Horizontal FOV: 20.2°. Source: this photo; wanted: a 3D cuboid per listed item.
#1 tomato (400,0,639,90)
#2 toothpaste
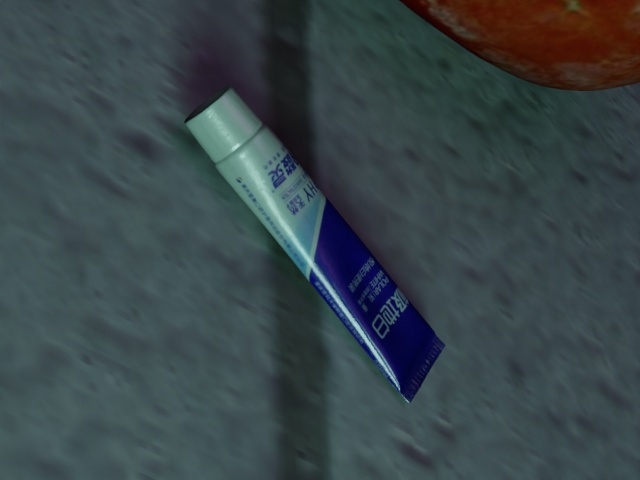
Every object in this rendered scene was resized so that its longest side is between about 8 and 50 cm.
[{"bbox_3d":[0.080,-0.126,0.501,0.187,0.187,0.151,34,59,-28],"label":"tomato"},{"bbox_3d":[0.000,0.000,0.417,0.083,0.015,0.024,52,40,-11],"label":"toothpaste"}]
